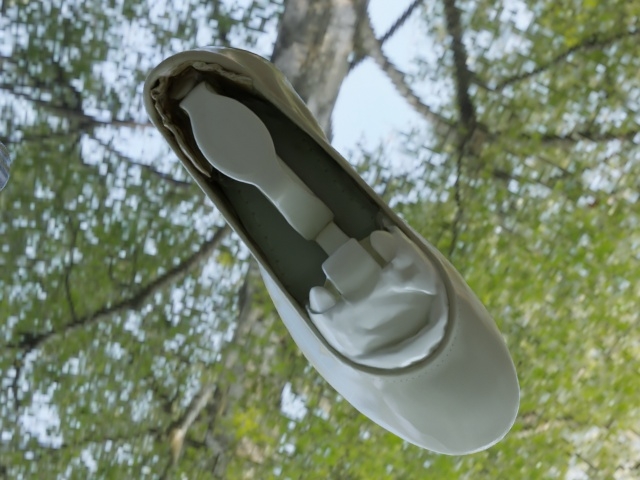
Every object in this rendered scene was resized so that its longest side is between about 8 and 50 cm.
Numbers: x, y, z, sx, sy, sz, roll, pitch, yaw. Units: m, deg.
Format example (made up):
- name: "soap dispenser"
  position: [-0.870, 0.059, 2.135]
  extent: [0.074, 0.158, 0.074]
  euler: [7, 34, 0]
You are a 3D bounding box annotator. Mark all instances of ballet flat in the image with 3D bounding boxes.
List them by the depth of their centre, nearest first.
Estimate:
- name: "ballet flat"
  position: [0.000, 0.000, 0.671]
  extent: [0.086, 0.086, 0.248]
  euler: [-31, -108, -32]

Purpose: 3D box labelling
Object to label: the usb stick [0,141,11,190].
- name: "usb stick"
  position: [-0.246, -0.091, 0.754]
  extent: [0.077, 0.278, 0.045]
  euler: [-21, -118, 0]
